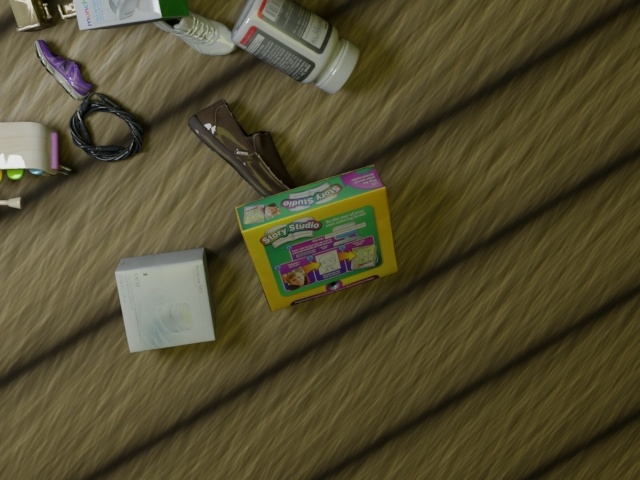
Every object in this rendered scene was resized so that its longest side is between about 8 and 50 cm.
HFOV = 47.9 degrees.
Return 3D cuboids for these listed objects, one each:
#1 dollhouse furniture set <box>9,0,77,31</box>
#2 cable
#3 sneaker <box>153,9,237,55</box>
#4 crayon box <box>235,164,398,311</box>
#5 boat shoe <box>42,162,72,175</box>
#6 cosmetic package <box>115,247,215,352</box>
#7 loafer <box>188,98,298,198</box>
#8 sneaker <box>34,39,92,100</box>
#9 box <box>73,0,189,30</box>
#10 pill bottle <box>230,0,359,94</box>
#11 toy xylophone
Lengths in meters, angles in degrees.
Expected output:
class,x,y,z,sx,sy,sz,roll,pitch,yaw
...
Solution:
class,x,y,z,sx,sy,sz,roll,pitch,yaw
dollhouse furniture set,-0.643,-0.596,1.676,0.161,0.101,0.181,-14,106,4
cable,-0.534,-0.270,1.807,0.184,0.047,0.150,36,97,-15
sneaker,-0.311,-0.511,1.740,0.232,0.115,0.090,20,101,-12
crayon box,0.000,0.000,1.849,0.363,0.106,0.313,-17,134,-3
boat shoe,-0.694,-0.183,1.806,0.137,0.049,0.043,15,94,-7
cosmetic package,-0.398,0.153,1.886,0.225,0.138,0.223,-9,105,-7
loafer,-0.161,-0.216,1.824,0.366,0.134,0.130,41,96,-15
sneaker,-0.627,-0.422,1.758,0.071,0.068,0.170,-44,114,-11
box,-0.440,-0.619,1.616,0.231,0.127,0.261,0,107,22
pill bottle,-0.059,-0.482,1.752,0.283,0.161,0.161,27,99,-20
toy xylophone,-0.800,-0.188,1.731,0.323,0.081,0.236,6,80,-3
